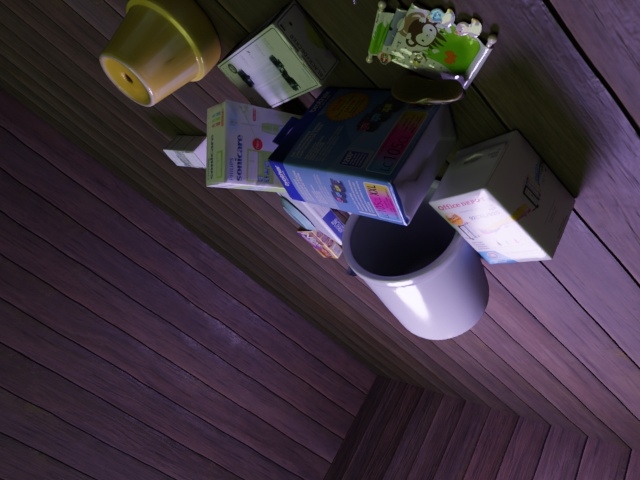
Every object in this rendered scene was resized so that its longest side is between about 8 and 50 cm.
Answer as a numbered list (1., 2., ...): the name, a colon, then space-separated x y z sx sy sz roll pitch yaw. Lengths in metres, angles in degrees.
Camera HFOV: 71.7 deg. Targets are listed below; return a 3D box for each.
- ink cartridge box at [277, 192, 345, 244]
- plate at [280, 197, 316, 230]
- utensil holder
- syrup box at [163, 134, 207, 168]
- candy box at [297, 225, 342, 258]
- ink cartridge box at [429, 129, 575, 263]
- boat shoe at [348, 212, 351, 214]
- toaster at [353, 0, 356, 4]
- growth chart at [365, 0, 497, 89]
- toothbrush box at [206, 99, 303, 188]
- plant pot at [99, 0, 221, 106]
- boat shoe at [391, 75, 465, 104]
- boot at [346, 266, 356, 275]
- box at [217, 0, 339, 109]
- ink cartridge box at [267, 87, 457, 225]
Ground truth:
1. ink cartridge box: -0.069 -0.152 1.596 0.324 0.071 0.330 47 175 -32
2. plate: -0.092 -0.095 1.724 0.188 0.024 0.188 43 176 4
3. utensil holder: 0.287 0.069 1.257 0.327 0.328 0.385 14 154 40
4. syrup box: -0.521 -0.360 1.786 0.236 0.096 0.093 14 150 42
5. candy box: 0.000 0.000 1.896 0.186 0.053 0.109 44 157 -29
6. ink cartridge box: 0.398 -0.086 0.977 0.232 0.168 0.171 40 158 -18
7. boat shoe: 0.073 -0.168 1.360 0.103 0.113 0.302 0 131 57
8. toaster: 0.041 -0.500 0.660 0.168 0.110 0.185 35 159 -5
9. growth chart: 0.201 -0.370 0.843 0.237 0.021 0.172 26 159 12
10. toothbrush box: -0.156 -0.241 1.201 0.283 0.207 0.122 1 -179 -37
11. plant pot: -0.435 -0.497 1.168 0.253 0.239 0.254 29 158 13
12. boat shoe: 0.215 -0.295 0.886 0.152 0.056 0.049 21 -170 36
13. boot: 0.224 0.128 1.795 0.207 0.094 0.247 34 153 7
14. box: -0.109 -0.426 1.068 0.169 0.087 0.289 44 157 -27
15. ink cartridge box: 0.070 -0.211 1.028 0.395 0.270 0.151 16 151 37
